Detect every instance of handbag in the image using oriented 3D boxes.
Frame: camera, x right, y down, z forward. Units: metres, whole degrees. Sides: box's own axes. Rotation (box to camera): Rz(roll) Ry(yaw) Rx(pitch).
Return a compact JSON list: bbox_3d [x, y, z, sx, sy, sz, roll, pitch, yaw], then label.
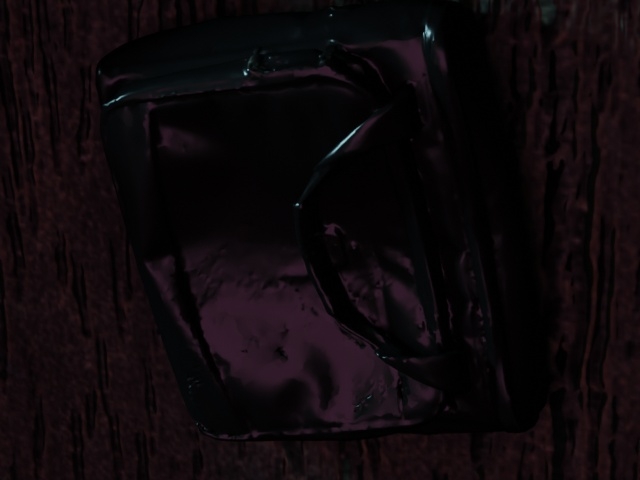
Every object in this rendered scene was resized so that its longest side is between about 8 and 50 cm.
[{"bbox_3d":[0.000,0.000,0.870,0.244,0.088,0.275,-4,111,21],"label":"handbag"}]
